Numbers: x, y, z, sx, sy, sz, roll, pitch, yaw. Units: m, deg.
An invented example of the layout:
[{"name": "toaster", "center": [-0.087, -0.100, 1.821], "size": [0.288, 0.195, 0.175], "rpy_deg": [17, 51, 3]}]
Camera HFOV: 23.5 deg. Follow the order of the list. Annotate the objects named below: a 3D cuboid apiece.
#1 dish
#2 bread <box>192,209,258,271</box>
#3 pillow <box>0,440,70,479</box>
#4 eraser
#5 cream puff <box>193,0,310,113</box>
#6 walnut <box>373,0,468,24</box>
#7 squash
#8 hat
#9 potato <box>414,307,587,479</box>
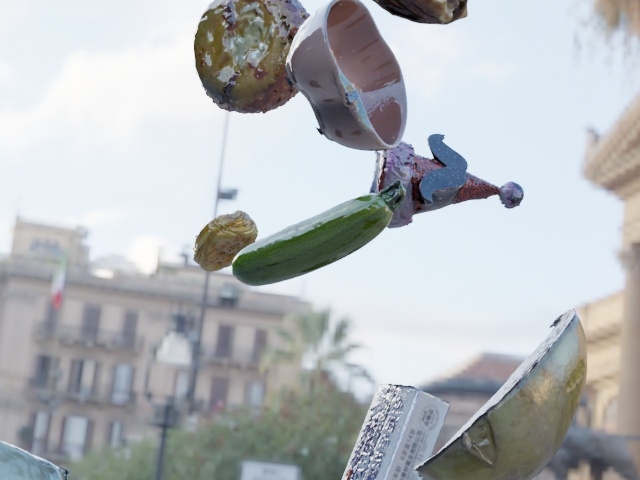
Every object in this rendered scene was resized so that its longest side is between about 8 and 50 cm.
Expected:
[{"name": "dish", "center": [0.025, -0.209, 2.006], "size": [0.090, 0.213, 0.213], "rpy_deg": [-18, -25, 27]}, {"name": "bread", "center": [-0.131, 0.002, 2.074], "size": [0.083, 0.044, 0.111], "rpy_deg": [-14, -25, -26]}, {"name": "pillow", "center": [-0.333, 0.300, 1.591], "size": [0.148, 0.230, 0.050], "rpy_deg": [33, -55, -27]}, {"name": "eraser", "center": [0.092, 0.307, 2.130], "size": [0.068, 0.210, 0.124], "rpy_deg": [27, -13, -24]}, {"name": "cream puff", "center": [-0.111, -0.327, 2.667], "size": [0.240, 0.240, 0.164], "rpy_deg": [0, -9, 21]}, {"name": "walnut", "center": [0.104, -0.324, 1.856], "size": [0.207, 0.116, 0.115], "rpy_deg": [33, -27, -31]}, {"name": "squash", "center": [0.000, 0.000, 1.933], "size": [0.252, 0.066, 0.066], "rpy_deg": [-24, -25, 19]}, {"name": "hat", "center": [0.173, -0.071, 2.163], "size": [0.227, 0.129, 0.140], "rpy_deg": [5, 19, 4]}, {"name": "potato", "center": [0.229, 0.182, 1.615], "size": [0.100, 0.261, 0.120], "rpy_deg": [48, -25, 0]}]
